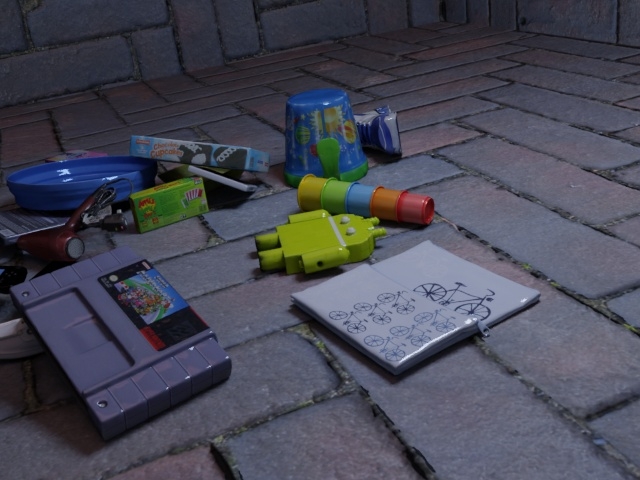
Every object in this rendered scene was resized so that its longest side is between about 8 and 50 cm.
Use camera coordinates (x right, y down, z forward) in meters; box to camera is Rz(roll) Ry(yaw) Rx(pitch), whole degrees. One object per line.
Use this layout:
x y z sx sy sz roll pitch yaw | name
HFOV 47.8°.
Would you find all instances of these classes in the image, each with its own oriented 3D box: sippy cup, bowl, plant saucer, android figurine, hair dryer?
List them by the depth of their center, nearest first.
0.000 0.000 1.520 0.273 0.056 0.248 -11 24 -3 | android figurine
-0.568 -0.028 1.684 0.294 0.080 0.223 -21 31 0 | hair dryer
0.003 -0.280 1.930 0.240 0.224 0.306 -26 31 -34 | sippy cup
-0.636 -0.159 1.958 0.392 0.077 0.391 -4 16 1 | bowl
-0.325 -0.180 2.024 0.188 0.045 0.188 14 33 40 | plant saucer

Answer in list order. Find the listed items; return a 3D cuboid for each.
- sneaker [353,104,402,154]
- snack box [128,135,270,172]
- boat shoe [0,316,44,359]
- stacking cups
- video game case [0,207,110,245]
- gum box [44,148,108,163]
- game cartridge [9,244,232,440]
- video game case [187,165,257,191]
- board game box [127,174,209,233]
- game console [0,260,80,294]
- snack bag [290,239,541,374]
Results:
0.131 -0.307 2.095 0.182 0.127 0.315 -11 17 1 | sneaker
-0.312 -0.225 1.894 0.322 0.060 0.187 8 4 12 | snack box
-0.490 0.141 1.302 0.277 0.096 0.098 -11 24 -7 | boat shoe
0.099 -0.087 1.642 0.316 0.096 0.096 11 30 32 | stacking cups
-0.705 -0.055 1.832 0.274 0.026 0.196 -17 28 -41 | video game case
-0.759 -0.235 2.254 0.189 0.062 0.107 10 30 35 | gum box
-0.330 0.143 1.183 0.230 0.068 0.355 -27 47 -29 | game cartridge
-0.249 -0.158 1.858 0.157 0.019 0.143 20 6 3 | video game case
-0.374 -0.091 1.785 0.181 0.092 0.043 -21 26 -26 | board game box
-0.615 0.082 1.435 0.362 0.043 0.213 1 13 -4 | game console
0.167 0.097 1.275 0.343 0.037 0.323 -20 27 -26 | snack bag
